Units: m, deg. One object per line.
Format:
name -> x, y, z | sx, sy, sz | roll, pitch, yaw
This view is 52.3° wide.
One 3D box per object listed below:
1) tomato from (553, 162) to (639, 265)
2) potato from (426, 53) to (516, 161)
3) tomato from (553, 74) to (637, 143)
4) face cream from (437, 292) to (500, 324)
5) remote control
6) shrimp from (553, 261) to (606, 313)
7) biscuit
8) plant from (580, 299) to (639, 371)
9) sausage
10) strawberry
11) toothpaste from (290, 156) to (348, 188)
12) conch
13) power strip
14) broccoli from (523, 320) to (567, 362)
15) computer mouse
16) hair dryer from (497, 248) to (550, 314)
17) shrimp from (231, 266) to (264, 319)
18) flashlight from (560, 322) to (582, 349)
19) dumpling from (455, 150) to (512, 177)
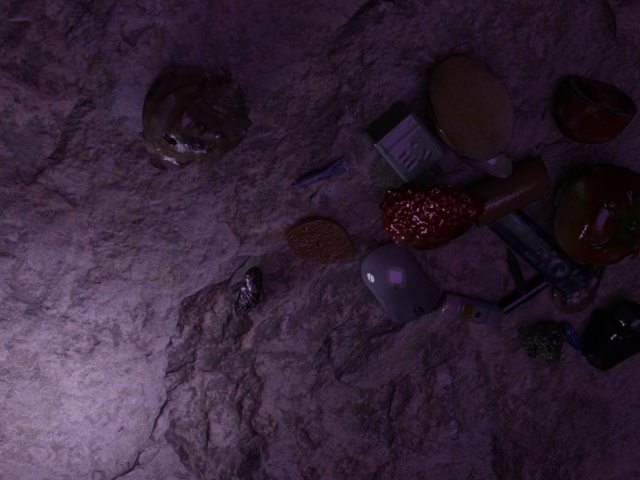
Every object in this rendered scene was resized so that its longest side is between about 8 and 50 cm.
tomato -> 0.830, -0.083, 1.918 | 0.303, 0.239, 0.304 | -10, 118, -20
potato -> 0.395, -0.352, 1.772 | 0.239, 0.116, 0.299 | -31, 93, -12
tomato -> 0.753, -0.353, 1.835 | 0.214, 0.181, 0.155 | 16, 128, -9
face cream -> 0.476, 0.223, 2.088 | 0.198, 0.057, 0.084 | 11, 111, -16
remote control -> 0.680, 0.033, 2.021 | 0.377, 0.044, 0.107 | 40, 115, -16
shrimp -> 0.838, 0.127, 2.117 | 0.145, 0.059, 0.254 | 10, 117, -4
biscuit -> 0.000, 0.000, 1.911 | 0.220, 0.029, 0.142 | 11, 113, -15
plant -> 0.982, 0.311, 2.168 | 0.141, 0.164, 0.256 | 27, 109, -19
sausage -> 0.548, -0.142, 1.899 | 0.252, 0.123, 0.123 | -25, 116, 2
strawberry -> 0.307, -0.054, 1.783 | 0.265, 0.336, 0.149 | 17, 78, -22
toothpaste -> -0.005, -0.183, 1.828 | 0.169, 0.028, 0.045 | -23, 109, -2
conch -> -0.333, -0.303, 1.639 | 0.324, 0.186, 0.263 | -43, 97, 8
power strip -> 0.245, -0.247, 1.785 | 0.140, 0.139, 0.224 | -40, 115, 7
broccoli -> 0.747, 0.336, 2.156 | 0.145, 0.138, 0.162 | -15, 145, 6
computer mouse -> 0.250, 0.139, 1.974 | 0.184, 0.121, 0.297 | -32, 115, 3
hair dryer -> 0.613, 0.123, 2.080 | 0.173, 0.050, 0.195 | -37, 111, 6
shrimp -> -0.213, 0.161, 1.924 | 0.073, 0.075, 0.190 | -8, 132, -43
flashlight -> 0.851, 0.329, 2.216 | 0.051, 0.051, 0.129 | -36, 122, 7
dumpling -> 0.479, -0.261, 1.855 | 0.169, 0.100, 0.134 | 24, 80, 17
